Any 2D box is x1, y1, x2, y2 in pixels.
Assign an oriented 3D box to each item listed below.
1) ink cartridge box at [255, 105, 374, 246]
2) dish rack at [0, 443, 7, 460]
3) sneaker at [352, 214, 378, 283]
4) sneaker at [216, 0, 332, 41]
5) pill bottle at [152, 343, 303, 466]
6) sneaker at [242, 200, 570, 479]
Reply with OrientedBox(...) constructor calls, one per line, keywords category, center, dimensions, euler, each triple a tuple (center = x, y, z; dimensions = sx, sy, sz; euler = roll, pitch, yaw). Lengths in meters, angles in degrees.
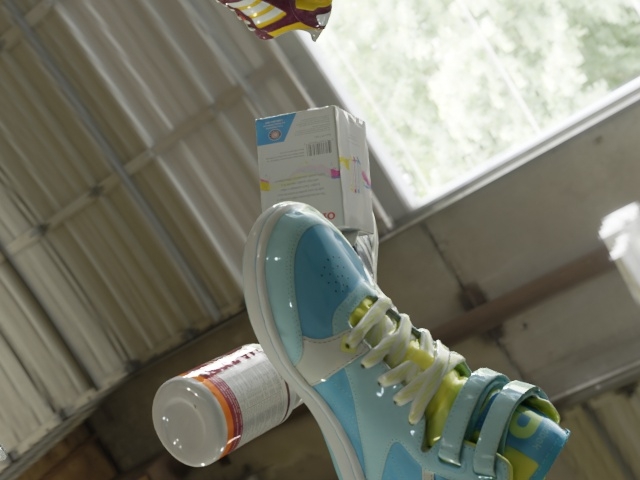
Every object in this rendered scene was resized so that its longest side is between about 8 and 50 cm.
OrientedBox(category="ink cartridge box", center=(-0.004, -0.056, 1.170), dimensions=(0.090, 0.092, 0.143), euler=(12, -107, -66))
OrientedBox(category="dish rack", center=(-0.449, 0.103, 0.958), dimensions=(0.072, 0.285, 0.333), euler=(-59, -31, -29))
OrientedBox(category="sneaker", center=(0.000, 0.000, 1.336), dimensions=(0.148, 0.131, 0.350), euler=(64, -170, -50))
OrientedBox(category="sneaker", center=(-0.078, -0.260, 1.220), dimensions=(0.185, 0.084, 0.069), euler=(9, -142, -10))
OrientedBox(category="pill bottle", center=(-0.110, 0.209, 1.506), dimensions=(0.221, 0.121, 0.121), euler=(-21, -98, -52))
OrientedBox(category="sneaker", center=(0.081, 0.102, 0.881), dimensions=(0.127, 0.208, 0.319), euler=(-47, -61, -36))
